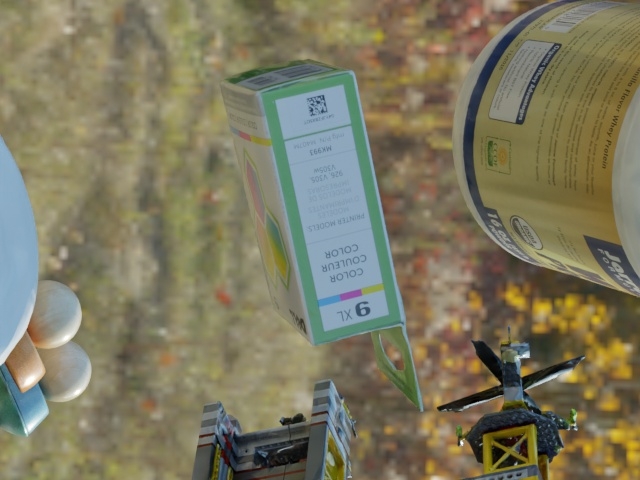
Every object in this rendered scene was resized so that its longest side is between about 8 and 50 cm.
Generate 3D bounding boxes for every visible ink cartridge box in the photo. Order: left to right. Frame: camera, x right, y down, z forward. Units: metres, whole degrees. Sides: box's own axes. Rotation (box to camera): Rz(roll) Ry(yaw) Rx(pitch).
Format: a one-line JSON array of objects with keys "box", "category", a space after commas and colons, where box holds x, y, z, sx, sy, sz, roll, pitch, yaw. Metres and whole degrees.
[{"box": [0.000, 0.000, 1.040, 0.109, 0.062, 0.209, -146, -138, -73], "category": "ink cartridge box"}]

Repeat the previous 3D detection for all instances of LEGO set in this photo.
[{"box": [0.057, 0.202, 1.188, 0.255, 0.331, 0.192, 57, 24, -33], "category": "LEGO set"}]

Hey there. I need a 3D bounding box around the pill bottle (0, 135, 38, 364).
[{"box": [-0.322, 0.029, 0.926, 0.176, 0.319, 0.176, 34, 47, -46], "category": "pill bottle"}]

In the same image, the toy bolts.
[{"box": [-0.266, 0.150, 1.552, 0.218, 0.159, 0.228, 63, -14, 5], "category": "toy bolts"}]

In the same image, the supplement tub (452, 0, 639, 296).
[{"box": [0.273, -0.065, 1.320, 0.316, 0.228, 0.228, 21, -67, 59], "category": "supplement tub"}]
